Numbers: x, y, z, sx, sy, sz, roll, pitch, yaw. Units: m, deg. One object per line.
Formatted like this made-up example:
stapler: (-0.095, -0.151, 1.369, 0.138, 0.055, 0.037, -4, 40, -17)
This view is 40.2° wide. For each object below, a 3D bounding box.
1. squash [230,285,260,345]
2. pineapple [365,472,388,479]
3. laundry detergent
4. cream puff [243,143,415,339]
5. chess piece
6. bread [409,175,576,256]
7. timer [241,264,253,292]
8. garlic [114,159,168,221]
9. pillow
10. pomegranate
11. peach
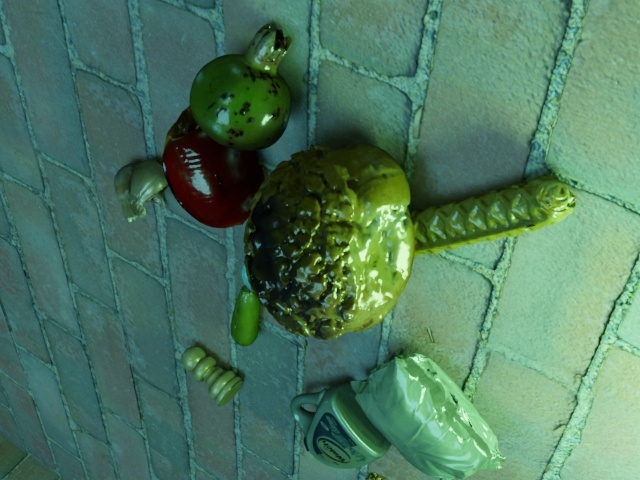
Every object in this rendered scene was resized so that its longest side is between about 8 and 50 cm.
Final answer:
squash: (-0.172, 0.173, 2.008, 0.066, 0.066, 0.201, 30, 141, 18)
pineapple: (0.149, 0.600, 2.167, 0.083, 0.019, 0.045, 26, 146, 21)
laundry detergent: (0.026, 0.440, 2.055, 0.215, 0.105, 0.280, 49, 145, -8)
cream puff: (0.000, 0.000, 1.473, 0.343, 0.231, 0.327, -59, 45, 38)
chess piece: (-0.289, 0.341, 2.275, 0.170, 0.094, 0.094, 42, 144, 15)
bread: (0.246, -0.033, 1.413, 0.367, 0.084, 0.077, -16, 73, 48)
timer: (-0.024, 0.042, 1.760, 0.232, 0.091, 0.250, 35, 131, 13)
garlic: (-0.386, -0.117, 1.914, 0.174, 0.099, 0.124, -18, 93, 45)
pillow: (0.211, 0.367, 1.787, 0.310, 0.138, 0.283, 46, 152, -1)
pomegranate: (-0.124, -0.256, 1.485, 0.179, 0.210, 0.179, 25, 173, 3)
peach: (-0.200, -0.109, 1.686, 0.159, 0.154, 0.267, 14, 134, 32)
